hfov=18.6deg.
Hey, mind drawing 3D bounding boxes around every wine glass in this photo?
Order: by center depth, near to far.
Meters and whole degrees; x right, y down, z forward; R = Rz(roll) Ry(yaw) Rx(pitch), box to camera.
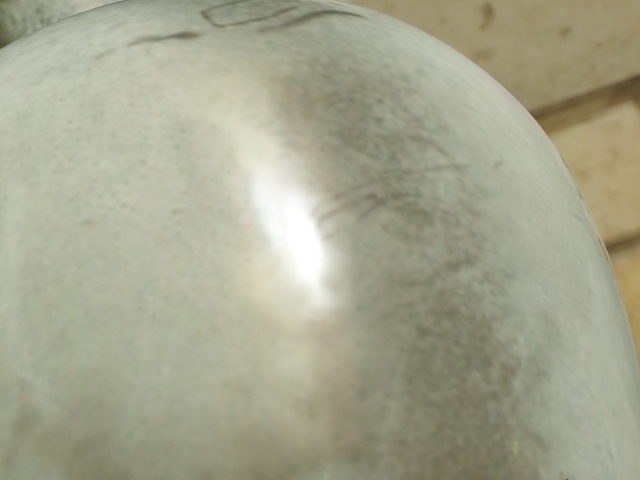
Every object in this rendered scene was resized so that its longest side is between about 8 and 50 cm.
[{"bbox_3d":[-0.044,0.009,0.552,0.238,0.238,0.323,67,-3,-46],"label":"wine glass"}]
